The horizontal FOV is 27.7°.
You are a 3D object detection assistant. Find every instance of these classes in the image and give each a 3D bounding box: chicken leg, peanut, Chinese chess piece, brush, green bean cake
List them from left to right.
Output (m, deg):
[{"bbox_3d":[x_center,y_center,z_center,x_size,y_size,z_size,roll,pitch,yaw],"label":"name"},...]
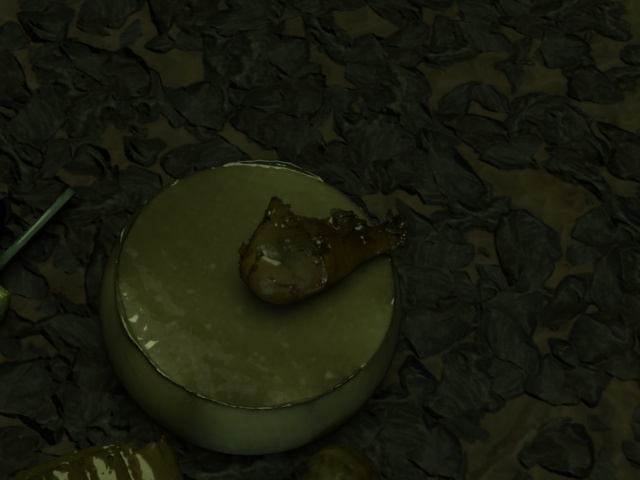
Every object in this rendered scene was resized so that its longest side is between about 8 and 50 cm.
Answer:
[{"bbox_3d":[-0.362,0.051,1.466,0.060,0.068,0.297,43,60,-6],"label":"brush"},{"bbox_3d":[-0.233,0.297,1.248,0.230,0.224,0.131,-16,64,-21],"label":"green bean cake"},{"bbox_3d":[-0.076,0.071,1.448,0.338,0.140,0.338,5,59,-8],"label":"Chinese chess piece"},{"bbox_3d":[0.001,0.003,1.379,0.208,0.085,0.101,-16,52,-29],"label":"chicken leg"},{"bbox_3d":[0.022,0.322,1.347,0.108,0.095,0.225,-10,65,4],"label":"peanut"}]

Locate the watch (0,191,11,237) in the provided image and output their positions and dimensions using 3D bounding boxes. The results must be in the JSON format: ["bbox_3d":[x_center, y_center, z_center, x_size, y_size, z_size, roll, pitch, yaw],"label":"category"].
[{"bbox_3d":[-0.460,-0.023,1.487,0.206,0.068,0.193,-20,69,-15],"label":"watch"}]
